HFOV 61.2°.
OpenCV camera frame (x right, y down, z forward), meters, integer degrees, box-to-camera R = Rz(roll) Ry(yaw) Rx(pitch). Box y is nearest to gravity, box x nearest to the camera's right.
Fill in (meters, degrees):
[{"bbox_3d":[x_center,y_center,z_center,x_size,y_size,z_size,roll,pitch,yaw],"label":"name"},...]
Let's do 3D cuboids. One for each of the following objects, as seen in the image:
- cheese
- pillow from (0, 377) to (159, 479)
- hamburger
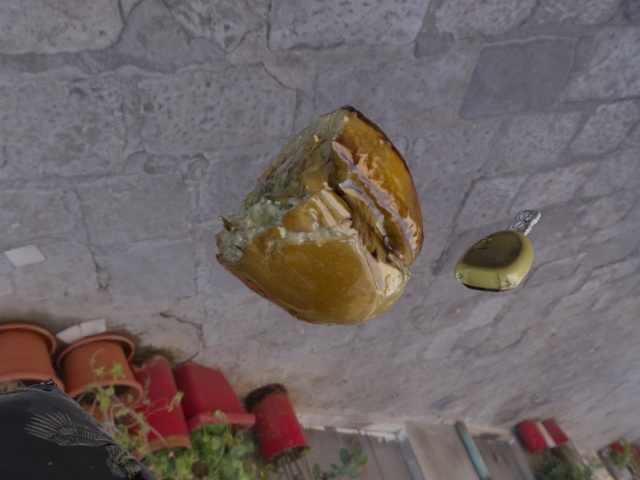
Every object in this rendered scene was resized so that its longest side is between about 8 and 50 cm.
[{"bbox_3d":[0.239,0.006,0.686,0.162,0.086,0.036,-40,119,-37],"label":"cheese"},{"bbox_3d":[-0.143,0.148,0.286,0.141,0.208,0.055,6,112,-62],"label":"pillow"},{"bbox_3d":[0.000,0.000,0.460,0.156,0.283,0.144,45,79,-13],"label":"hamburger"}]
